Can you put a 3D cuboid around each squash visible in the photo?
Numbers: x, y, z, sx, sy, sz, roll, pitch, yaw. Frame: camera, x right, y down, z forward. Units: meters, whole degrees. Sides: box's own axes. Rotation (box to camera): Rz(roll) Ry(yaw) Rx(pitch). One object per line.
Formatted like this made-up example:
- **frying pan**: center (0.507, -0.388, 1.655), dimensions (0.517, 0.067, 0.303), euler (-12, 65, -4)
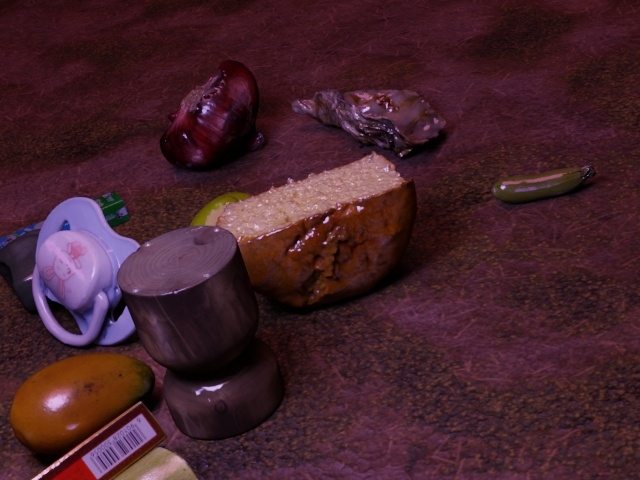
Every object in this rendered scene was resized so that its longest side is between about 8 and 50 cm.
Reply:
- **squash**: center (-0.245, 0.356, 1.423), dimensions (0.187, 0.123, 0.123), euler (-32, 34, -27)
- **squash**: center (0.392, -0.099, 1.946), dimensions (0.184, 0.052, 0.052), euler (-11, 30, 6)

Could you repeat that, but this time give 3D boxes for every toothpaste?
- **toothpaste**: center (-0.524, -0.020, 2.246), dimensions (0.267, 0.050, 0.065), euler (-25, 28, -16)

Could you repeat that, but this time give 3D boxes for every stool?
- **stool**: center (-0.170, 0.132, 1.612), dimensions (0.179, 0.264, 0.179), euler (-12, 30, 7)

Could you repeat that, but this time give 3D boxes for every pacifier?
- **pacifier**: center (-0.373, 0.064, 1.944), dimensions (0.287, 0.238, 0.226), euler (38, 23, 32)

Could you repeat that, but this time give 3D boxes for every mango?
- **mango**: center (-0.179, -0.022, 2.041), dimensions (0.178, 0.100, 0.119), euler (-40, 39, -22)
- **mango**: center (-0.361, 0.238, 1.675), dimensions (0.221, 0.120, 0.152), euler (-28, 35, -33)

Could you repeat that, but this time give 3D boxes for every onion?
- **onion**: center (-0.216, -0.246, 2.384), dimensions (0.272, 0.195, 0.272), euler (-47, 12, 13)

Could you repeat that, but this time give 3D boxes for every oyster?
- **oyster**: center (0.121, -0.258, 2.313), dimensions (0.204, 0.110, 0.396), euler (-12, 24, -31)

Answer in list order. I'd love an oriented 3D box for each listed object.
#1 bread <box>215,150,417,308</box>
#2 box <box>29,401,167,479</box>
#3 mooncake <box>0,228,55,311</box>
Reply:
- **bread**: center (0.000, 0.000, 1.843), dimensions (0.340, 0.178, 0.194), euler (-20, 28, -2)
- **box**: center (-0.334, 0.323, 1.497), dimensions (0.240, 0.074, 0.153), euler (-35, 1, -30)
- **mooncake**: center (-0.532, 0.059, 2.068), dimensions (0.169, 0.104, 0.175), euler (-9, 33, 5)
